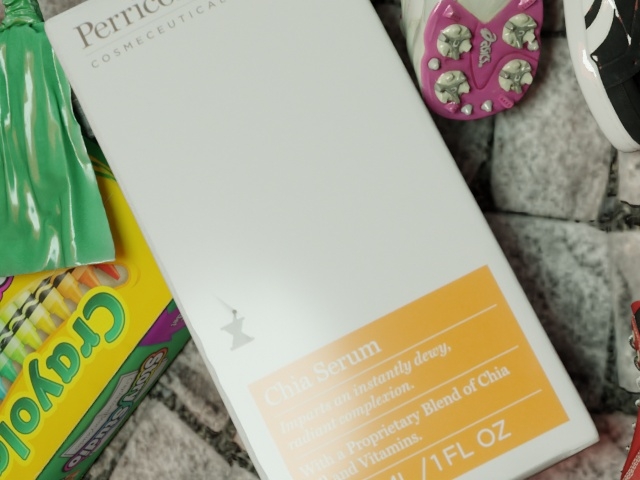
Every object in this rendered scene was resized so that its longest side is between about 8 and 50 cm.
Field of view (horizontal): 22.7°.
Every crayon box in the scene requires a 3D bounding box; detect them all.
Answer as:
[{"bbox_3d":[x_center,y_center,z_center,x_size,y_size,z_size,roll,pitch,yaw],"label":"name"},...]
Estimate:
[{"bbox_3d":[-0.287,0.046,1.430,0.313,0.106,0.363,46,112,19],"label":"crayon box"}]

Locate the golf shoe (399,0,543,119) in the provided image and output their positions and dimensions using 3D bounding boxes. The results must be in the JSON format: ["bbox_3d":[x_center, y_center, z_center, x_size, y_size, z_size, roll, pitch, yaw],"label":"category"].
[{"bbox_3d":[0.107,-0.245,1.147,0.140,0.115,0.306,-119,34,-55],"label":"golf shoe"}]

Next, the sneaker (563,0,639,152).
[{"bbox_3d":[0.238,-0.180,1.138,0.121,0.079,0.217,-16,84,31],"label":"sneaker"}]

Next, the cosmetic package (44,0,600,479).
[{"bbox_3d":[0.000,0.000,1.195,0.230,0.161,0.453,-28,79,0],"label":"cosmetic package"}]

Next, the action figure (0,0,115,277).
[{"bbox_3d":[-0.230,-0.091,1.303,0.137,0.063,0.232,-7,91,26],"label":"action figure"}]

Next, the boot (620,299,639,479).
[{"bbox_3d":[0.243,0.144,1.148,0.244,0.088,0.176,-58,34,25],"label":"boot"}]
